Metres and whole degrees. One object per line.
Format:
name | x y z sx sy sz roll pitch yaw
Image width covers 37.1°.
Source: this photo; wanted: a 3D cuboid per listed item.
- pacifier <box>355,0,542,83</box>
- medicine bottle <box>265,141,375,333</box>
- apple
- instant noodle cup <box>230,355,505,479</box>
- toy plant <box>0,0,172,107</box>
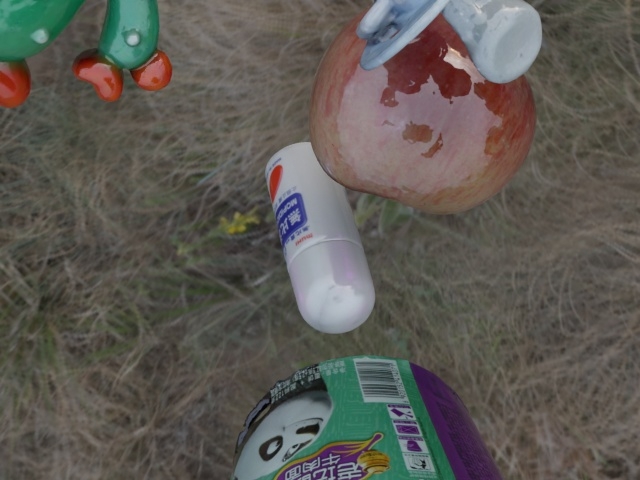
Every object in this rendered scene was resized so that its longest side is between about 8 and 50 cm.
pacifier | 0.166 -0.269 1.065 0.207 0.227 0.279 40 86 -10
medicine bottle | 0.000 0.000 1.573 0.130 0.341 0.130 -10 143 -8
apple | 0.130 -0.168 1.308 0.345 0.345 0.269 37 95 -7
instant noodle cup | 0.035 0.212 0.681 0.251 0.190 0.251 -3 120 -4
toy plant | -0.173 -0.269 0.691 0.400 0.279 0.185 -39 66 13
